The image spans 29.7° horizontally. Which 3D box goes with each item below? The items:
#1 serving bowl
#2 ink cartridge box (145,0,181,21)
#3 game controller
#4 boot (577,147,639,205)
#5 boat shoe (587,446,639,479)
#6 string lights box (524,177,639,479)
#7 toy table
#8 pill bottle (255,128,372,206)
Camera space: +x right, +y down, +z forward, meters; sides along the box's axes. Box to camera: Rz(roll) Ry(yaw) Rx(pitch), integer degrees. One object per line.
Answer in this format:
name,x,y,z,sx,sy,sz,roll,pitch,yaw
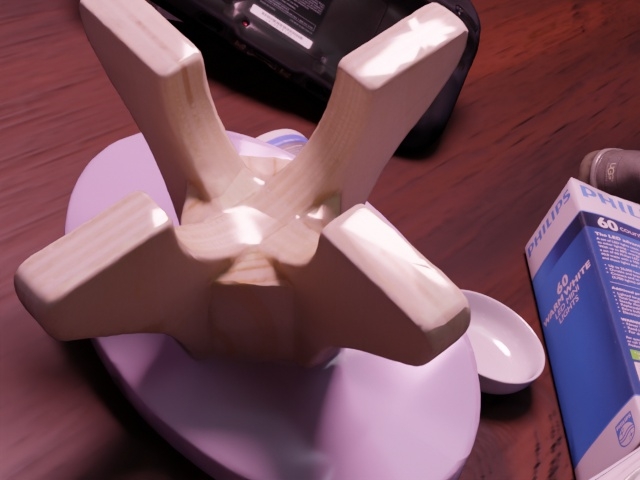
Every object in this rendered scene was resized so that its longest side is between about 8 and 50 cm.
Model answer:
serving bowl,0.101,0.070,0.774,0.083,0.027,0.083,17,35,-12
ink cartridge box,-0.091,-0.230,1.017,0.180,0.060,0.104,7,39,-27
game controller,-0.017,-0.202,0.959,0.319,0.067,0.166,31,69,-12
boot,0.327,-0.037,0.926,0.190,0.076,0.208,3,-3,-31
boat shoe,0.176,0.141,0.612,0.083,0.076,0.226,48,63,1
string lights box,0.228,0.076,0.807,0.133,0.077,0.259,18,35,-13
toy table,-0.027,0.000,0.608,0.274,0.161,0.252,33,60,19
pill bottle,0.000,0.000,0.754,0.078,0.078,0.137,-12,50,-43
